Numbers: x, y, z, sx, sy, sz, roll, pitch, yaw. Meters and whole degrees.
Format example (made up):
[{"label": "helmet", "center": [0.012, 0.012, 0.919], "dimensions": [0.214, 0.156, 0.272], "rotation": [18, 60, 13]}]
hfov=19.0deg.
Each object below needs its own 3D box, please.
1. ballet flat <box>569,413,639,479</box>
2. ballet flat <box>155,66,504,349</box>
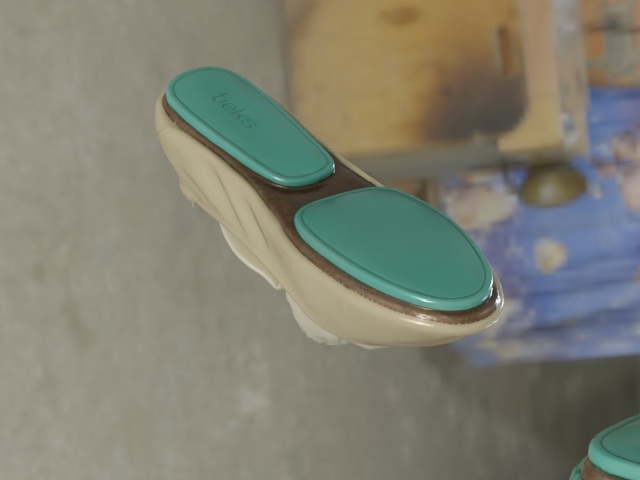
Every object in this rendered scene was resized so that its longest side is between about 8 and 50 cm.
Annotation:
[{"label": "ballet flat", "center": [0.158, 0.079, 0.644], "dimensions": [0.247, 0.083, 0.087], "rotation": [-20, 117, -48]}, {"label": "ballet flat", "center": [0.000, 0.000, 0.913], "dimensions": [0.248, 0.086, 0.086], "rotation": [44, -16, 44]}]
